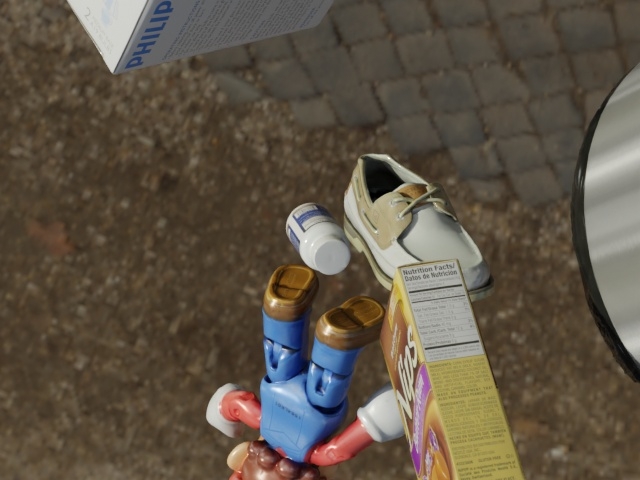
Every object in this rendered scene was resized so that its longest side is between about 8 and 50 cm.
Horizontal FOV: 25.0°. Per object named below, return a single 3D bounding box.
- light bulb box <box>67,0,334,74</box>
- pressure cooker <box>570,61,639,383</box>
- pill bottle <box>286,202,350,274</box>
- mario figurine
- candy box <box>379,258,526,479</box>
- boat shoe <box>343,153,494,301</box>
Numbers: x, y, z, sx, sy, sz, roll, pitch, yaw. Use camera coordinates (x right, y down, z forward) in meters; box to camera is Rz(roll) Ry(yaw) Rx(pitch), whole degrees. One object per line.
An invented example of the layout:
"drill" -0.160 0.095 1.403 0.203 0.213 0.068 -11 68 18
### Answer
"light bulb box" -0.183 -0.448 1.916 0.358 0.361 0.225 56 140 18
"pressure cooker" 0.437 -0.037 1.033 0.375 0.370 0.420 49 152 -7
"pill bottle" 0.000 0.000 1.894 0.067 0.120 0.067 -6 113 -14
"mario figurine" -0.013 0.175 1.536 0.170 0.198 0.320 -4 126 -25
"candy box" 0.093 0.120 1.058 0.053 0.186 0.109 -7 147 -10
"boat shoe" 0.105 -0.017 1.711 0.113 0.302 0.103 -12 115 -23
